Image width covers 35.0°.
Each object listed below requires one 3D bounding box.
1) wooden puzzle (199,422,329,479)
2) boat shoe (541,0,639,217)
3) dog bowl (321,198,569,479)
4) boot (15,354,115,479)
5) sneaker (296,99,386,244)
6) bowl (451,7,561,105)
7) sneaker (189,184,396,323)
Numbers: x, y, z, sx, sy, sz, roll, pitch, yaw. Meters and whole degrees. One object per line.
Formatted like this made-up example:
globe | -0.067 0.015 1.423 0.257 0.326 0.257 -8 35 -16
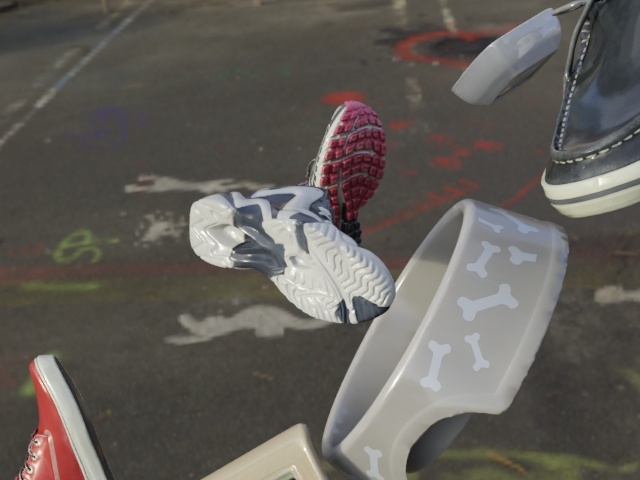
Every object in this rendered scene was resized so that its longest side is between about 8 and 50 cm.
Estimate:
wooden puzzle | -0.048 0.325 0.978 0.221 0.239 0.044 -36 -20 33
boat shoe | 0.317 -0.217 0.949 0.186 0.156 0.500 -12 36 52
dog bowl | 0.117 0.111 1.048 0.102 0.349 0.349 29 26 -4
boot | -0.372 0.281 1.301 0.176 0.244 0.088 -19 5 -7
sneaker | 0.009 -0.077 1.577 0.120 0.299 0.112 -2 29 -37
bowl | 0.261 -0.242 1.384 0.142 0.053 0.142 -34 -9 -27
sneaker | 0.000 0.000 1.027 0.234 0.094 0.153 15 24 32
